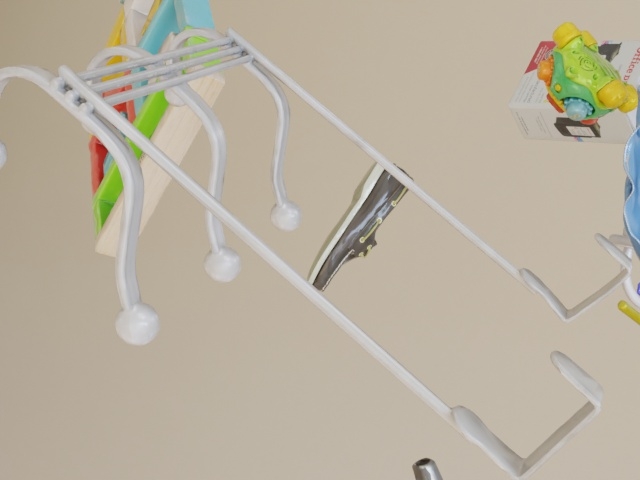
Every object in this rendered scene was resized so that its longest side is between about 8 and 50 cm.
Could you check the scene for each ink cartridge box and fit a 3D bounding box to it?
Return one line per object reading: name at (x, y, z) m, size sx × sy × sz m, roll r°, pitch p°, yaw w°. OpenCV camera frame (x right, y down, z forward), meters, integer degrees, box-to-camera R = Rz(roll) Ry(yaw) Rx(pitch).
ink cartridge box at (0.362, -0.202, 1.515) m, size 0.175 × 0.127 × 0.072 m, roll 7°, pitch -32°, yaw 40°

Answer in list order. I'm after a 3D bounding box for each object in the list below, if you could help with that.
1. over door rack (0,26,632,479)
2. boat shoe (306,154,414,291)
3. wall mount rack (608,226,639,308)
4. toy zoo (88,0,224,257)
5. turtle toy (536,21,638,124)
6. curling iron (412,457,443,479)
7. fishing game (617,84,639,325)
over door rack at (0.000, 0.000, 0.620) m, size 0.324 × 0.108 × 0.239 m, roll 30°, pitch 23°, yaw 8°
boat shoe at (0.058, -0.015, 1.670) m, size 0.068 × 0.228 × 0.081 m, roll 33°, pitch -6°, yaw -7°
wall mount rack at (0.527, -0.065, 1.447) m, size 0.304 × 0.350 × 0.130 m, roll 12°, pitch 0°, yaw -26°
toy zoo at (-0.155, -0.147, 0.996) m, size 0.030 × 0.192 × 0.293 m, roll 18°, pitch 33°, yaw -26°
turtle toy at (0.252, -0.148, 1.074) m, size 0.095 × 0.066 × 0.130 m, roll 56°, pitch 24°, yaw 17°
curling iron at (0.109, 0.290, 0.858) m, size 0.068 × 0.274 × 0.035 m, roll -4°, pitch 22°, yaw 31°
fishing game at (0.282, -0.047, 0.852) m, size 0.041 × 0.264 × 0.189 m, roll -1°, pitch -28°, yaw 42°
